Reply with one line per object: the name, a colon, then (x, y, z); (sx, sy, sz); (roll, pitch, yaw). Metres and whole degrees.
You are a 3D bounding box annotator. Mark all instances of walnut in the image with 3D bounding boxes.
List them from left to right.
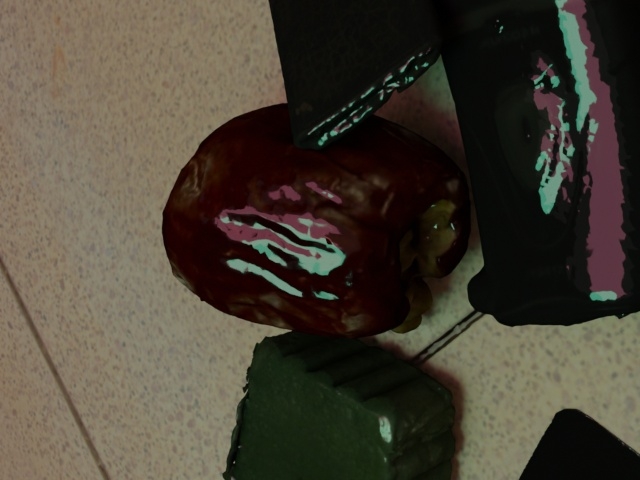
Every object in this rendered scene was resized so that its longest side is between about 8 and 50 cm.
walnut: (0.000, 0.000, 1.300); (0.269, 0.222, 0.244); (21, 135, 31)

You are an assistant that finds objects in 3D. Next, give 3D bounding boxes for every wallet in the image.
wallet: (0.021, -0.243, 1.251); (0.170, 0.044, 0.321); (-32, 51, 28)

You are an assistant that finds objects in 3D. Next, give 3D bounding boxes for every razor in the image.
razor: (0.198, -0.101, 1.160); (0.204, 0.113, 0.349); (-6, 95, 44)

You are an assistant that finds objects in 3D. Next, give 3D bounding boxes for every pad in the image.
pad: (0.281, 0.287, 1.229); (0.267, 0.004, 0.181); (39, 121, 30)

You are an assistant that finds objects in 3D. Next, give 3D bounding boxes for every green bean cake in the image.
green bean cake: (0.017, 0.216, 1.371); (0.222, 0.125, 0.227); (23, 114, 34)
